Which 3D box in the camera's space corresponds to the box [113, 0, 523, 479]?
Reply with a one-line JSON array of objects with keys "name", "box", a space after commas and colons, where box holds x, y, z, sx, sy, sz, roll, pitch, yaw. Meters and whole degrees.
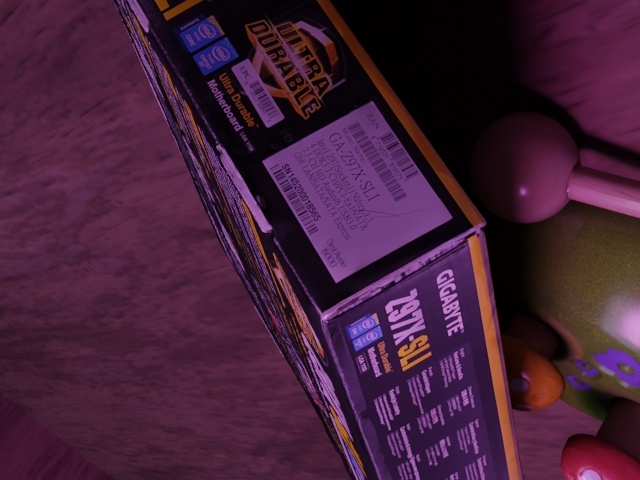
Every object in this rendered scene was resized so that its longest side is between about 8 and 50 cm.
[{"name": "box", "box": [0.000, 0.000, 0.731, 0.257, 0.079, 0.322, 56, 172, 32]}]

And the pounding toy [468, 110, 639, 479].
[{"name": "pounding toy", "box": [0.137, 0.055, 0.754, 0.183, 0.110, 0.237, 27, 158, 19]}]
